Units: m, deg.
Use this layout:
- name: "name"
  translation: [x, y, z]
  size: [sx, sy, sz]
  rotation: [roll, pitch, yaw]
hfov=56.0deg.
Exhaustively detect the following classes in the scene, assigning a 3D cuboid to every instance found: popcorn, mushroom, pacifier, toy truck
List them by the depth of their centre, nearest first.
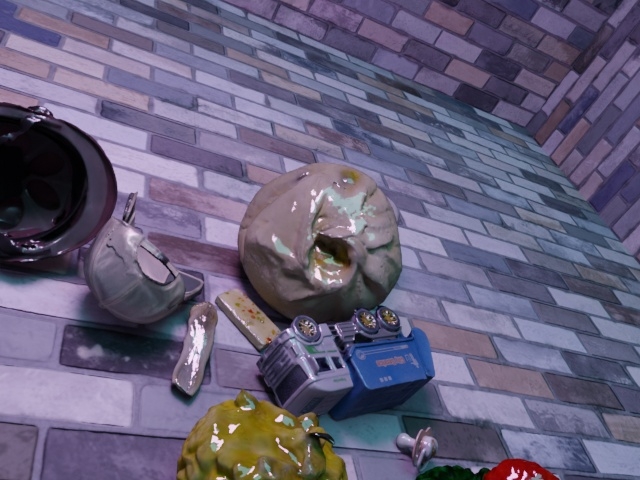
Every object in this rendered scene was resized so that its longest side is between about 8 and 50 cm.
- name: "popcorn"
  translation: [-0.079, 0.330, 0.864]
  size: [0.249, 0.225, 0.249]
  rotation: [18, 32, -12]
- name: "mushroom"
  translation: [-0.226, 0.197, 1.090]
  size: [0.059, 0.054, 0.202]
  rotation: [17, 40, -12]
- name: "pacifier"
  translation: [0.180, 0.395, 1.152]
  size: [0.078, 0.081, 0.099]
  rotation: [11, -6, 29]
- name: "toy truck"
  translation: [0.065, 0.240, 1.182]
  size: [0.367, 0.146, 0.175]
  rotation: [1, 47, -39]

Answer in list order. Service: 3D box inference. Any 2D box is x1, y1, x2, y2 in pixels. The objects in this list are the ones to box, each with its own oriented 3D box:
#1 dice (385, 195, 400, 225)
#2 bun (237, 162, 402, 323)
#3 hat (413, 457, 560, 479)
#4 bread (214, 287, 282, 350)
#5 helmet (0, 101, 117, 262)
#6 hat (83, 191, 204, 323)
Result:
- name: "dice"
  translation: [0.075, -0.029, 1.511]
  size: [0.193, 0.194, 0.192]
  rotation: [32, 31, 4]
- name: "bun"
  translation: [0.000, 0.000, 1.274]
  size: [0.365, 0.365, 0.219]
  rotation: [34, -11, 3]
- name: "hat"
  translation: [0.255, 0.437, 0.893]
  size: [0.242, 0.332, 0.274]
  rotation: [19, 36, -17]
- name: "bread"
  translation: [-0.146, 0.157, 1.227]
  size: [0.153, 0.028, 0.068]
  rotation: [44, 36, 22]
- name: "helmet"
  translation: [-0.554, -0.106, 1.057]
  size: [0.338, 0.271, 0.197]
  rotation: [1, 11, -36]
- name: "hat"
  translation: [-0.338, 0.043, 1.107]
  size: [0.232, 0.161, 0.275]
  rotation: [63, -1, -22]
